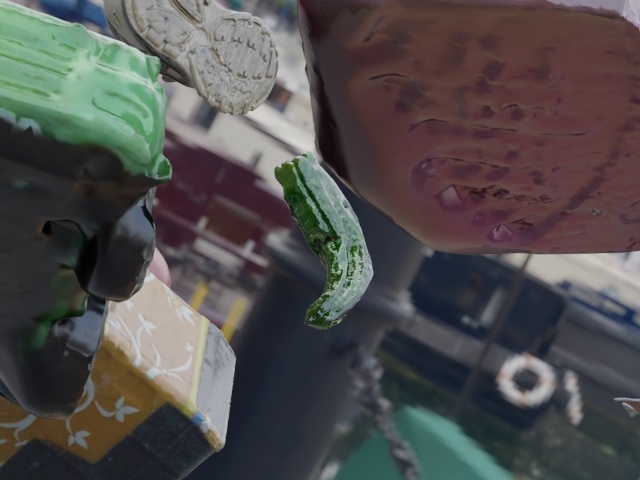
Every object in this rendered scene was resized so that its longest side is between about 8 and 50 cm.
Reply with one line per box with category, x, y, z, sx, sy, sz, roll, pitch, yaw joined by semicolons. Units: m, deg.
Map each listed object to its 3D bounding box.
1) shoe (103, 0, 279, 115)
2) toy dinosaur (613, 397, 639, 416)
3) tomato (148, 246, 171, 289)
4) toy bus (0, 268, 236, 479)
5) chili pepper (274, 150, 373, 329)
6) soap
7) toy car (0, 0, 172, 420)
shoe;-0.119;-0.169;1.451;0.092;0.089;0.180;11;-18;46
toy dinosaur;0.381;0.172;1.831;0.220;0.032;0.108;4;-19;-41
tomato;-0.234;0.032;1.776;0.174;0.166;0.082;46;-32;-11
toy bus;-0.235;0.166;1.417;0.194;0.323;0.162;41;22;-19
chili pepper;0.005;0.003;1.577;0.073;0.050;0.182;20;45;-44
soap;0.103;-0.101;0.918;0.220;0.127;0.325;0;-25;2
toy car;-0.201;-0.030;0.887;0.213;0.176;0.359;15;-30;-14
